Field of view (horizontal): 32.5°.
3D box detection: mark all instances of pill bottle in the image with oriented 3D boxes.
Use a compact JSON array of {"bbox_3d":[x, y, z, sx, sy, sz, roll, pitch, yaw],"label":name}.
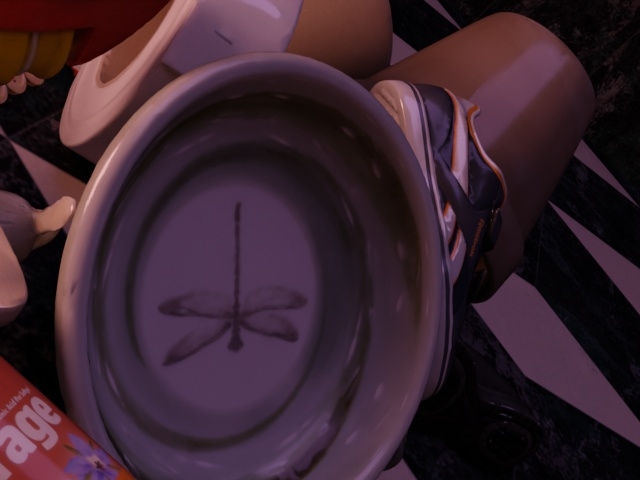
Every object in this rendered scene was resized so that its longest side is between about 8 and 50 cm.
[{"bbox_3d":[-0.222,0.127,0.662,0.216,0.121,0.121,43,24,-5],"label":"pill bottle"}]

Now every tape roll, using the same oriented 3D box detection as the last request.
[{"bbox_3d":[-0.143,-0.189,1.100,0.100,0.286,0.286,34,26,-27],"label":"tape roll"}]

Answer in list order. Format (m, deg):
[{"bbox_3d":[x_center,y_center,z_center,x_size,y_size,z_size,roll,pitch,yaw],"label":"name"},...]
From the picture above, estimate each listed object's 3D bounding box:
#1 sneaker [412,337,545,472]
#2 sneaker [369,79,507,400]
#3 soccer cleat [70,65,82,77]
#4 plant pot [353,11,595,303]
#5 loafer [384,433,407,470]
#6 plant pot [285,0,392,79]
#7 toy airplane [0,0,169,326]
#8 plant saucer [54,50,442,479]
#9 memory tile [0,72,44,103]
[{"bbox_3d":[0.140,0.155,1.257,0.286,0.109,0.130,46,11,-34],"label":"sneaker"},{"bbox_3d":[0.123,-0.001,1.108,0.127,0.126,0.321,0,87,-29],"label":"sneaker"},{"bbox_3d":[-0.244,-0.191,1.243,0.083,0.035,0.029,20,34,-45],"label":"soccer cleat"},{"bbox_3d":[0.185,-0.130,1.380,0.323,0.280,0.323,43,-14,14],"label":"plant pot"},{"bbox_3d":[0.037,0.102,1.075,0.087,0.094,0.251,-21,98,-55],"label":"loafer"},{"bbox_3d":[-0.061,-0.298,1.490,0.191,0.284,0.284,-23,66,-26],"label":"plant pot"},{"bbox_3d":[-0.330,-0.142,0.802,0.384,0.272,0.386,19,55,-5],"label":"toy airplane"},{"bbox_3d":[-0.060,0.049,0.903,0.100,0.400,0.400,6,-11,45],"label":"plant saucer"},{"bbox_3d":[-0.319,-0.203,1.105,0.113,0.012,0.148,65,24,-16],"label":"memory tile"}]
